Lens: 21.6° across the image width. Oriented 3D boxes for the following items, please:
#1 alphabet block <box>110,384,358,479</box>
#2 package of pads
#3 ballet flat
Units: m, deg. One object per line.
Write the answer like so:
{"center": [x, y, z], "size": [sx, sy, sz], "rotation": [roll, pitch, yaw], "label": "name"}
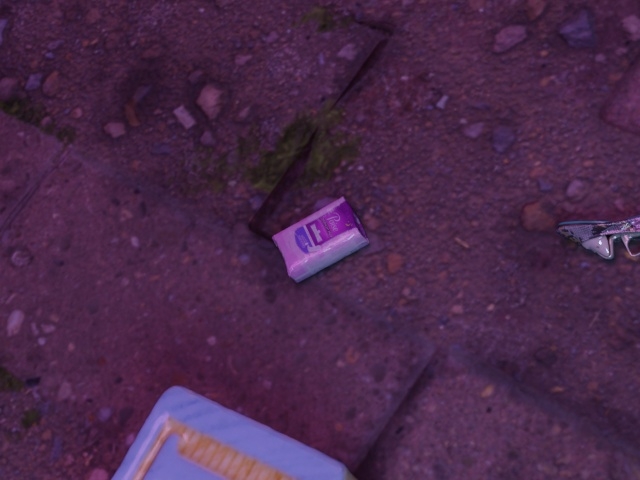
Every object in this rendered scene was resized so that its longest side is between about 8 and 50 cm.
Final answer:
{"center": [-0.064, 0.264, 1.386], "size": [0.192, 0.197, 0.193], "rotation": [23, 74, 31], "label": "alphabet block"}
{"center": [0.000, 0.000, 1.602], "size": [0.083, 0.032, 0.050], "rotation": [-29, 59, 6], "label": "package of pads"}
{"center": [0.266, -0.003, 1.492], "size": [0.114, 0.041, 0.041], "rotation": [-7, 61, 20], "label": "ballet flat"}
